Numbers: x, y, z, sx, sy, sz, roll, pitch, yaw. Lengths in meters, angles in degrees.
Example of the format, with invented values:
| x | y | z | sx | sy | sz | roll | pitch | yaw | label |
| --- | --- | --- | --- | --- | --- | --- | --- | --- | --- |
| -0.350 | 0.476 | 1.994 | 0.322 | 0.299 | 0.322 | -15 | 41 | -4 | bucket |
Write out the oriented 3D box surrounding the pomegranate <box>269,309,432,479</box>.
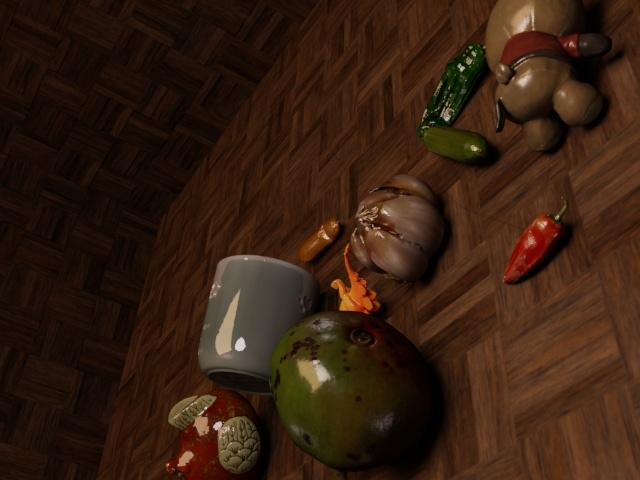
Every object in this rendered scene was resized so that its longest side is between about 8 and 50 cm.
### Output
| x | y | z | sx | sy | sz | roll | pitch | yaw | label |
| --- | --- | --- | --- | --- | --- | --- | --- | --- | --- |
| 0.028 | 0.279 | 1.311 | 0.323 | 0.291 | 0.290 | -52 | 26 | 29 | pomegranate |

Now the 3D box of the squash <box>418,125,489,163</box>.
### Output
| x | y | z | sx | sy | sz | roll | pitch | yaw | label |
| --- | --- | --- | --- | --- | --- | --- | --- | --- | --- |
| 0.274 | -0.194 | 1.517 | 0.069 | 0.069 | 0.258 | -63 | 21 | 6 | squash |

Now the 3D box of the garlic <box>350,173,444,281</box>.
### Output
| x | y | z | sx | sy | sz | roll | pitch | yaw | label |
| --- | --- | --- | --- | --- | --- | --- | --- | --- | --- |
| 0.168 | -0.024 | 1.477 | 0.160 | 0.191 | 0.214 | 29 | 81 | 43 | garlic |

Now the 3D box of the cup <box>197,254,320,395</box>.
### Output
| x | y | z | sx | sy | sz | roll | pitch | yaw | label |
| --- | --- | --- | --- | --- | --- | --- | --- | --- | --- |
| -0.153 | 0.234 | 1.834 | 0.356 | 0.260 | 0.274 | 91 | -170 | -63 | cup |

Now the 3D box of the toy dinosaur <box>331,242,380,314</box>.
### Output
| x | y | z | sx | sy | sz | roll | pitch | yaw | label |
| --- | --- | --- | --- | --- | --- | --- | --- | --- | --- |
| 0.072 | 0.138 | 1.559 | 0.117 | 0.070 | 0.288 | 38 | 134 | 32 | toy dinosaur |

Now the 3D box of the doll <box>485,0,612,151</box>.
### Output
| x | y | z | sx | sy | sz | roll | pitch | yaw | label |
| --- | --- | --- | --- | --- | --- | --- | --- | --- | --- |
| 0.369 | -0.319 | 1.306 | 0.235 | 0.174 | 0.329 | -47 | 29 | 50 | doll |

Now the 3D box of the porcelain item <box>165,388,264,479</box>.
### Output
| x | y | z | sx | sy | sz | roll | pitch | yaw | label |
| --- | --- | --- | --- | --- | --- | --- | --- | --- | --- |
| -0.256 | 0.476 | 1.746 | 0.253 | 0.253 | 0.253 | -48 | 28 | 36 | porcelain item |

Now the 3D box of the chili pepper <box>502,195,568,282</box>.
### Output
| x | y | z | sx | sy | sz | roll | pitch | yaw | label |
| --- | --- | --- | --- | --- | --- | --- | --- | --- | --- |
| 0.342 | 0.008 | 1.190 | 0.059 | 0.050 | 0.191 | -95 | 25 | -46 | chili pepper |

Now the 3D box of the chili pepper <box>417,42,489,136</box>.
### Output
| x | y | z | sx | sy | sz | roll | pitch | yaw | label |
| --- | --- | --- | --- | --- | --- | --- | --- | --- | --- |
| 0.293 | -0.329 | 1.622 | 0.257 | 0.074 | 0.100 | -60 | 26 | 24 | chili pepper |

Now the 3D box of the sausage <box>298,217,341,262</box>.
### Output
| x | y | z | sx | sy | sz | roll | pitch | yaw | label |
| --- | --- | --- | --- | --- | --- | --- | --- | --- | --- |
| 0.000 | 0.000 | 1.941 | 0.183 | 0.054 | 0.062 | -46 | 61 | 34 | sausage |
